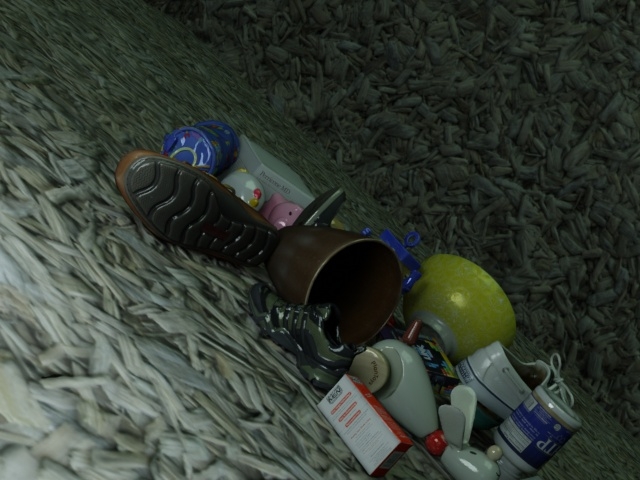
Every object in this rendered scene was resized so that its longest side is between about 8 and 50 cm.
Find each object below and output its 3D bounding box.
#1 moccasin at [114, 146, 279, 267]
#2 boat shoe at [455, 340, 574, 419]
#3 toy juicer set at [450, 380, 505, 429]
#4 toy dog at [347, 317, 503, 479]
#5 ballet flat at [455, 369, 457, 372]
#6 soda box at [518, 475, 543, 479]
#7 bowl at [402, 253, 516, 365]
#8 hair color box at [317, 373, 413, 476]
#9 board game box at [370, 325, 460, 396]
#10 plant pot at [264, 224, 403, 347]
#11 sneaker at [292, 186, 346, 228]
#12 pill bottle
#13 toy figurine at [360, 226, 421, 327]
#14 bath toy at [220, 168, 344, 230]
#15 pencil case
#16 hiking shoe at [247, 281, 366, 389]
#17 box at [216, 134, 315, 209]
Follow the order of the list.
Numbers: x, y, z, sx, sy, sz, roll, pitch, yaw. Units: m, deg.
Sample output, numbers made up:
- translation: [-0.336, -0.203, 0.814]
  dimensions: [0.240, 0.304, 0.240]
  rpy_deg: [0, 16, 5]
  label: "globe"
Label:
- translation: [-0.217, -0.068, 1.609]
  dimensions: [0.147, 0.139, 0.380]
  rpy_deg: [40, 11, 33]
  label: "moccasin"
- translation: [0.439, 0.298, 1.910]
  dimensions: [0.367, 0.156, 0.136]
  rpy_deg: [37, 21, -33]
  label: "boat shoe"
- translation: [0.336, 0.342, 1.997]
  dimensions: [0.329, 0.089, 0.209]
  rpy_deg: [43, 11, 12]
  label: "toy juicer set"
- translation: [0.198, 0.268, 1.624]
  dimensions: [0.334, 0.161, 0.220]
  rpy_deg: [40, 11, -6]
  label: "toy dog"
- translation: [0.354, 0.332, 2.184]
  dimensions: [0.206, 0.073, 0.067]
  rpy_deg: [25, 43, -67]
  label: "ballet flat"
- translation: [0.309, 0.443, 1.473]
  dimensions: [0.091, 0.098, 0.286]
  rpy_deg: [45, 11, 26]
  label: "soda box"
- translation: [0.290, 0.192, 2.177]
  dimensions: [0.289, 0.289, 0.156]
  rpy_deg: [43, 54, 13]
  label: "bowl"
- translation: [0.064, 0.272, 1.383]
  dimensions: [0.141, 0.072, 0.043]
  rpy_deg: [49, 14, 34]
  label: "hair color box"
- translation: [0.187, 0.239, 1.890]
  dimensions: [0.141, 0.048, 0.170]
  rpy_deg: [16, 18, -18]
  label: "board game box"
- translation: [-0.002, 0.058, 1.735]
  dimensions: [0.215, 0.215, 0.230]
  rpy_deg: [31, 1, -41]
  label: "plant pot"
- translation: [0.000, 0.000, 1.926]
  dimensions: [0.118, 0.222, 0.083]
  rpy_deg: [44, -15, -17]
  label: "sneaker"
- translation: [0.398, 0.380, 1.795]
  dimensions: [0.112, 0.186, 0.112]
  rpy_deg: [39, 11, -9]
  label: "pill bottle"
- translation: [0.152, 0.058, 2.158]
  dimensions: [0.191, 0.217, 0.362]
  rpy_deg: [32, 14, -38]
  label: "toy figurine"
- translation: [-0.070, -0.031, 2.009]
  dimensions: [0.348, 0.151, 0.129]
  rpy_deg: [30, 43, -34]
  label: "bath toy"
- translation: [-0.258, -0.194, 2.008]
  dimensions: [0.133, 0.119, 0.306]
  rpy_deg: [34, 11, -3]
  label: "pencil case"
- translation: [-0.022, 0.133, 1.526]
  dimensions: [0.227, 0.114, 0.086]
  rpy_deg: [45, 11, 22]
  label: "hiking shoe"
- translation: [-0.131, -0.127, 2.183]
  dimensions: [0.181, 0.119, 0.182]
  rpy_deg: [33, 13, -32]
  label: "box"
